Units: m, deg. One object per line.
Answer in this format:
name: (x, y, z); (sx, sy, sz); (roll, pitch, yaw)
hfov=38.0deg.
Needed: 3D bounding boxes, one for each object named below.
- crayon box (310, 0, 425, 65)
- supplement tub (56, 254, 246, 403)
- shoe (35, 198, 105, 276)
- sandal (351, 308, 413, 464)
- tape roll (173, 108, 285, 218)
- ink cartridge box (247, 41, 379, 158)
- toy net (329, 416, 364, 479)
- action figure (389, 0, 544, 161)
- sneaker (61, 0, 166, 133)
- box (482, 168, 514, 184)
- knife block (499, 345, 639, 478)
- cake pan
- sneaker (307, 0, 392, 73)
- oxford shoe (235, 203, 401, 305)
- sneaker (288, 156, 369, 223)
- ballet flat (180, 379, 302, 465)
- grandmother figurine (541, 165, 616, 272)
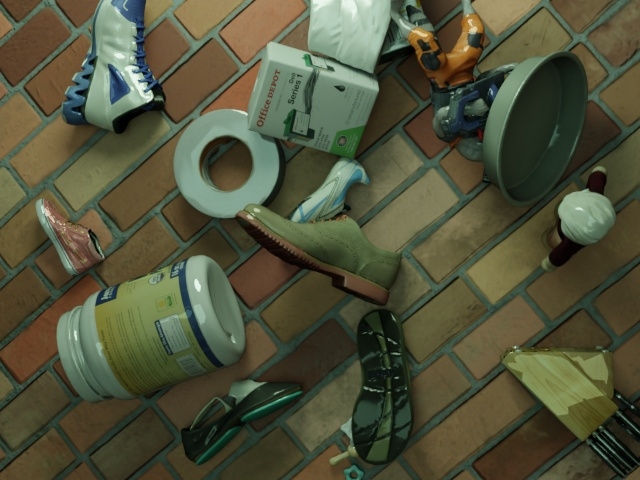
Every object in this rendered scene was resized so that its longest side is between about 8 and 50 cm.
crayon box: (0.078, -0.508, 1.840); (0.203, 0.083, 0.323); (-18, 88, 8)
supplement tub: (-0.329, 0.180, 1.824); (0.316, 0.228, 0.228); (-20, 87, 8)
shoe: (-0.521, -0.019, 1.942); (0.081, 0.063, 0.178); (-27, 91, 6)
sandal: (0.129, 0.288, 1.830); (0.120, 0.086, 0.302); (-1, 75, 15)
tape roll: (-0.183, -0.152, 1.883); (0.219, 0.072, 0.219); (0, 89, 9)
ink cartridge box: (-0.018, -0.268, 1.788); (0.219, 0.092, 0.160); (14, 122, -11)
toy net: (0.071, 0.457, 1.851); (0.122, 0.045, 0.232); (19, 92, 9)
action figure: (0.282, -0.306, 1.737); (0.178, 0.341, 0.330); (-8, 98, 52)
sneaker: (-0.387, -0.353, 1.901); (0.182, 0.127, 0.315); (24, 100, 5)
box: (0.352, -0.152, 1.809); (0.062, 0.052, 0.083); (10, 90, 8)
knife block: (0.483, 0.324, 1.766); (0.276, 0.088, 0.242); (-1, 89, 8)
cake pan: (0.391, -0.207, 1.705); (0.054, 0.293, 0.293); (25, 94, 38)
sneaker: (0.067, -0.478, 1.746); (0.169, 0.108, 0.292); (19, 94, 5)
oxford shoe: (0.000, 0.000, 1.800); (0.348, 0.123, 0.130); (29, 81, -21)
sneaker: (0.002, -0.062, 1.850); (0.086, 0.085, 0.237); (43, 99, 0)
ballet flat: (-0.170, 0.342, 1.870); (0.280, 0.095, 0.096); (-35, 72, 7)
grandmother figurine: (0.459, -0.035, 1.644); (0.104, 0.342, 0.207); (17, 93, 9)
